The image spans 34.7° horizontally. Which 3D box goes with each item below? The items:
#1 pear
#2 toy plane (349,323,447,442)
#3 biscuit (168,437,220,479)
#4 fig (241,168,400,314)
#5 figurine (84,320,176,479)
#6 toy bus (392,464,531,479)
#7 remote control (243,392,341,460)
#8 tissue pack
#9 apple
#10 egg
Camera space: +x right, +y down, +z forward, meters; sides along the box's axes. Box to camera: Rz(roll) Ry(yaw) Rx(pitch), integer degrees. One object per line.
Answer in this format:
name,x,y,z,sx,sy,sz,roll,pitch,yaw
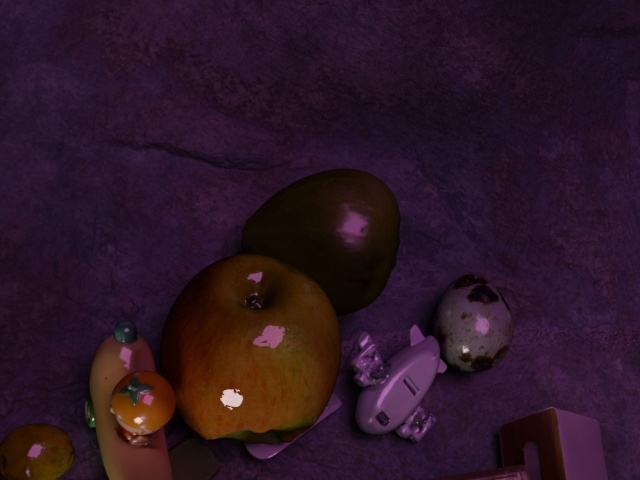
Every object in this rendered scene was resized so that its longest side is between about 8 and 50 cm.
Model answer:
pear,-0.482,0.362,1.737,0.131,0.107,0.107,-13,70,-38
toy plane,0.156,0.283,2.042,0.252,0.118,0.252,4,83,-33
biscuit,-0.317,0.460,1.789,0.099,0.038,0.322,43,53,18
fig,0.000,0.000,2.032,0.316,0.316,0.316,10,61,-19
figurine,-0.313,0.298,1.752,0.124,0.222,0.324,0,48,-26
toy bus,0.256,0.509,1.929,0.289,0.157,0.139,-4,66,-13
remote control,-0.055,0.352,1.964,0.073,0.044,0.229,39,46,23
tissue pack,0.472,0.478,2.044,0.136,0.159,0.246,17,57,-33
apple,-0.122,0.196,1.841,0.340,0.339,0.339,10,61,-19
egg,0.318,0.170,2.148,0.169,0.169,0.231,19,45,-14
